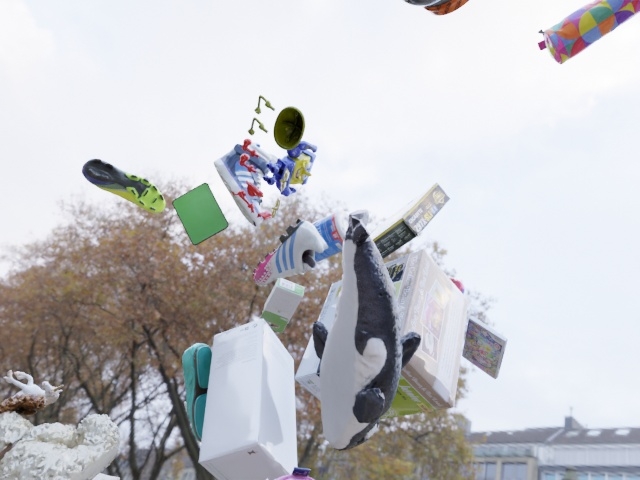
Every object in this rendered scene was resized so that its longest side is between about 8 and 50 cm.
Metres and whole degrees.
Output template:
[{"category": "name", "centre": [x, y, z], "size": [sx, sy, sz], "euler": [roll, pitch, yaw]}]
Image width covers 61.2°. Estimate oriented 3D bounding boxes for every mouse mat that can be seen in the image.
[{"category": "mouse mat", "centre": [-0.431, -0.096, 1.936], "size": [0.153, 0.189, 0.007], "euler": [-29, -9, 5]}]

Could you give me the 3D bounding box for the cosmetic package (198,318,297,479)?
[{"category": "cosmetic package", "centre": [-0.162, 0.395, 1.306], "size": [0.155, 0.365, 0.196], "euler": [-20, -56, 12]}]

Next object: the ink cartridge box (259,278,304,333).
[{"category": "ink cartridge box", "centre": [-0.153, 0.251, 2.081], "size": [0.109, 0.062, 0.209], "euler": [23, -60, -9]}]

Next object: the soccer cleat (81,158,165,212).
[{"category": "soccer cleat", "centre": [-0.660, -0.182, 1.825], "size": [0.289, 0.093, 0.121], "euler": [31, -22, -24]}]

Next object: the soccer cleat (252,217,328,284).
[{"category": "soccer cleat", "centre": [-0.098, 0.073, 1.683], "size": [0.143, 0.116, 0.331], "euler": [44, -47, 3]}]

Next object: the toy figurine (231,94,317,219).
[{"category": "toy figurine", "centre": [-0.101, -0.257, 1.648], "size": [0.191, 0.217, 0.362], "euler": [33, -59, 25]}]

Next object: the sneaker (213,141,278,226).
[{"category": "sneaker", "centre": [-0.244, -0.240, 2.111], "size": [0.322, 0.236, 0.130], "euler": [56, -14, 12]}]

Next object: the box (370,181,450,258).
[{"category": "box", "centre": [0.245, -0.033, 1.761], "size": [0.079, 0.257, 0.322], "euler": [50, -42, 0]}]

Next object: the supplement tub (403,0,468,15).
[{"category": "supplement tub", "centre": [0.162, -0.569, 0.985], "size": [0.316, 0.193, 0.194], "euler": [24, -31, -38]}]

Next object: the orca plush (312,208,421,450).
[{"category": "orca plush", "centre": [0.063, 0.106, 0.632], "size": [0.102, 0.286, 0.151], "euler": [-5, 5, -26]}]

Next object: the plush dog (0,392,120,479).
[{"category": "plush dog", "centre": [-0.524, 0.397, 0.941], "size": [0.226, 0.262, 0.210], "euler": [20, -17, 17]}]

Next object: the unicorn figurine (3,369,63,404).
[{"category": "unicorn figurine", "centre": [-0.603, 0.315, 1.090], "size": [0.111, 0.162, 0.060], "euler": [41, -10, 8]}]

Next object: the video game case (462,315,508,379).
[{"category": "video game case", "centre": [0.336, 0.221, 1.114], "size": [0.087, 0.011, 0.122], "euler": [34, -39, 38]}]

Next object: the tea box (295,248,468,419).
[{"category": "tea box", "centre": [0.162, 0.245, 1.355], "size": [0.324, 0.328, 0.220], "euler": [-25, -62, 39]}]

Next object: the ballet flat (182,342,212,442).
[{"category": "ballet flat", "centre": [-0.315, 0.391, 1.400], "size": [0.083, 0.247, 0.087], "euler": [3, -11, -45]}]

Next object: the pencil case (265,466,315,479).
[{"category": "pencil case", "centre": [-0.071, 0.470, 0.807], "size": [0.124, 0.124, 0.284], "euler": [19, -59, 1]}]

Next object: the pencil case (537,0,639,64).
[{"category": "pencil case", "centre": [0.648, -0.525, 1.295], "size": [0.236, 0.104, 0.104], "euler": [-30, -55, 17]}]

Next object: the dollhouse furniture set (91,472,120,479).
[{"category": "dollhouse furniture set", "centre": [-0.689, 0.735, 1.516], "size": [0.184, 0.129, 0.129], "euler": [13, 1, 2]}]

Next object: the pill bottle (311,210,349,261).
[{"category": "pill bottle", "centre": [0.000, 0.000, 1.752], "size": [0.222, 0.124, 0.124], "euler": [-26, -54, 26]}]

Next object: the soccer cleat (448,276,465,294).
[{"category": "soccer cleat", "centre": [0.380, 0.177, 1.729], "size": [0.095, 0.083, 0.248], "euler": [37, -30, -20]}]
